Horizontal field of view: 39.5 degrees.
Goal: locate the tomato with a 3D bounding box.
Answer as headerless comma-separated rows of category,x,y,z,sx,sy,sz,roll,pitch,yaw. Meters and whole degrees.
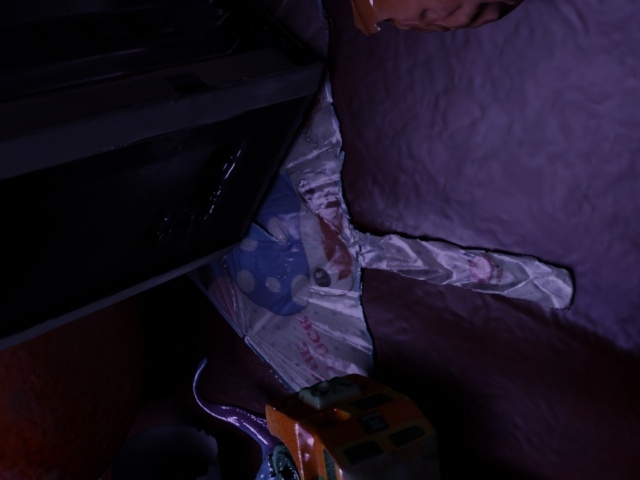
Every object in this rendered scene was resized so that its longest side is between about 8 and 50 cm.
tomato,-0.242,0.087,0.601,0.265,0.265,0.265,17,119,33

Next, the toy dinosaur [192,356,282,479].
toy dinosaur,-0.022,0.162,0.607,0.197,0.045,0.080,46,118,4

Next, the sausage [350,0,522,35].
sausage,0.024,-0.290,0.333,0.094,0.094,0.419,20,125,57

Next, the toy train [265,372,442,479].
toy train,0.025,0.173,0.520,0.099,0.072,0.188,9,111,56

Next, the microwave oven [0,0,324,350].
microwave oven,-0.183,-0.075,0.453,0.237,0.295,0.181,46,132,18

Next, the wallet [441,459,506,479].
wallet,0.128,0.245,0.525,0.167,0.036,0.222,19,121,32

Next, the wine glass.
wine glass,-0.108,0.254,0.678,0.103,0.103,0.222,12,116,35

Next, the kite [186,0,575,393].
kite,0.000,0.000,0.538,0.314,0.011,0.335,6,113,37
